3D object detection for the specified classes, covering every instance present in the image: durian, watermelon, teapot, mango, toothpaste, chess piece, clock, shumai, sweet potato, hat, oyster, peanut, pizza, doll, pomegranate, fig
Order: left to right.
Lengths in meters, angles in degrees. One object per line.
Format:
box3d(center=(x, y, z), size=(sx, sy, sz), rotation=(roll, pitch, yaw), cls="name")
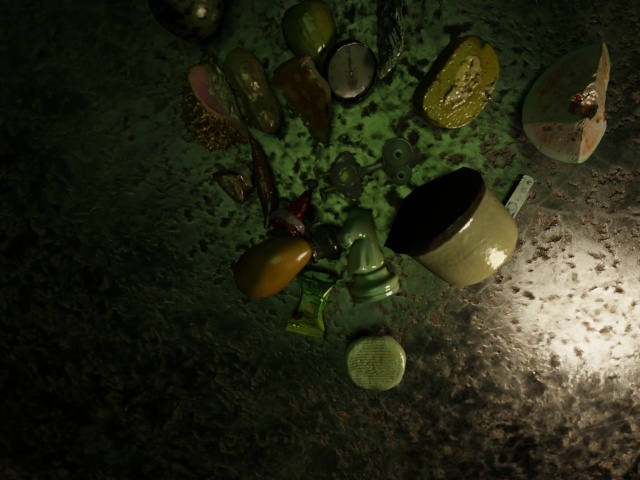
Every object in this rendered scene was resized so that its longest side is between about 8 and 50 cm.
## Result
box3d(center=(-0.374, -0.747, 1.280), size=(0.306, 0.242, 0.242), rotation=(-12, 99, -23), cls="pomegranate")
box3d(center=(-0.388, -0.420, 1.385), size=(0.195, 0.185, 0.305), rotation=(-20, 105, 33), cls="durian")
box3d(center=(-0.282, -0.205, 1.399), size=(0.116, 0.145, 0.145), rotation=(-44, 92, -7), cls="shumai")
box3d(center=(-0.213, -0.478, 1.330), size=(0.120, 0.136, 0.298), rotation=(-26, 97, 10), cls="peanut")
box3d(center=(-0.190, -0.198, 1.408), size=(0.072, 0.066, 0.314), rotation=(-2, 102, 43), cls="sweet potato")
box3d(center=(-0.160, 0.082, 1.353), size=(0.317, 0.211, 0.173), rotation=(-34, 78, 43), cls="mango")
box3d(center=(-0.077, -0.109, 1.394), size=(0.129, 0.140, 0.227), rotation=(34, 74, -10), cls="hat")
box3d(center=(-0.031, -0.623, 1.270), size=(0.167, 0.167, 0.234), rotation=(-13, 85, 9), cls="fig")
box3d(center=(-0.030, -0.439, 1.318), size=(0.189, 0.071, 0.297), rotation=(-17, 109, 48), cls="pizza")
box3d(center=(0.000, 0.000, 1.394), size=(0.119, 0.130, 0.166), rotation=(-26, 62, -11), cls="teapot")
box3d(center=(0.094, -0.522, 1.284), size=(0.184, 0.040, 0.185), rotation=(-13, 124, -19), cls="clock")
box3d(center=(0.142, 0.043, 1.361), size=(0.175, 0.176, 0.298), rotation=(-16, 95, 9), cls="chess piece")
box3d(center=(0.165, -0.231, 1.350), size=(0.365, 0.094, 0.160), rotation=(-13, 101, 9), cls="doll")
box3d(center=(0.212, -0.647, 1.259), size=(0.087, 0.199, 0.252), rotation=(-1, 131, -7), cls="oyster")
box3d(center=(0.625, -0.120, 1.341), size=(0.047, 0.040, 0.196), rotation=(28, 101, 6), cls="toothpaste")
box3d(center=(0.740, -0.390, 1.244), size=(0.175, 0.188, 0.322), rotation=(14, 96, -41), cls="watermelon")

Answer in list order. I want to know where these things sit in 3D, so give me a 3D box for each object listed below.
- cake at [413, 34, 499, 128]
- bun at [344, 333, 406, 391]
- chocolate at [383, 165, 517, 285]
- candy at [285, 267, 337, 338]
box3d(center=(0.414, -0.470, 1.250), size=(0.179, 0.156, 0.260), rotation=(32, 108, -16), cls="cake")
box3d(center=(0.193, 0.424, 1.453), size=(0.221, 0.108, 0.221), rotation=(0, 92, 9), cls="bun")
box3d(center=(0.413, -0.009, 1.259), size=(0.326, 0.314, 0.297), rotation=(-20, 120, 44), cls="chocolate")
box3d(center=(-0.036, 0.220, 1.464), size=(0.149, 0.069, 0.246), rotation=(13, 96, -1), cls="candy")
